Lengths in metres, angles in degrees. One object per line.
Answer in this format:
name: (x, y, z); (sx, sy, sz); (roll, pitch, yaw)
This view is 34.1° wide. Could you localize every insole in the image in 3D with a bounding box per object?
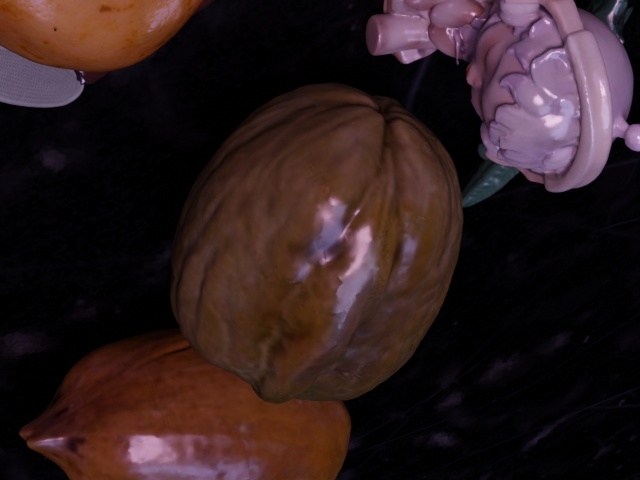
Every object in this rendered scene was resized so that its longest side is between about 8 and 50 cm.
insole: (-0.237, -0.126, 0.745); (0.153, 0.002, 0.053); (20, 122, -44)

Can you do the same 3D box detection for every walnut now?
walnut: (-0.126, 0.179, 1.010); (0.336, 0.209, 0.209); (7, 131, -36)
walnut: (0.000, 0.000, 0.855); (0.227, 0.283, 0.283); (22, 127, -8)

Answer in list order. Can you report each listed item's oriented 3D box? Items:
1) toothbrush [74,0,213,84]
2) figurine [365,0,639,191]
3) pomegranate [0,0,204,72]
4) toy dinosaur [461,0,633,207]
toothbrush: (-0.028, -0.223, 0.732); (0.364, 0.041, 0.041); (-33, 142, 7)
figurine: (0.145, -0.131, 0.791); (0.141, 0.237, 0.162); (-23, 146, -18)
pomegranate: (-0.134, -0.193, 0.567); (0.209, 0.209, 0.209); (-17, 141, -14)
toy dinosaur: (0.194, -0.110, 0.945); (0.292, 0.079, 0.120); (-57, 175, 27)
